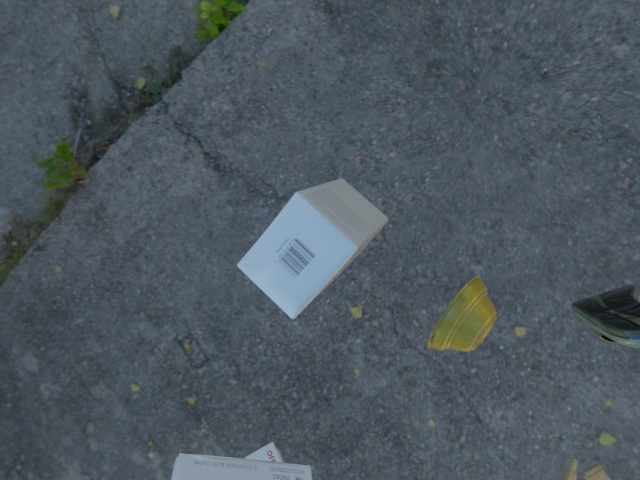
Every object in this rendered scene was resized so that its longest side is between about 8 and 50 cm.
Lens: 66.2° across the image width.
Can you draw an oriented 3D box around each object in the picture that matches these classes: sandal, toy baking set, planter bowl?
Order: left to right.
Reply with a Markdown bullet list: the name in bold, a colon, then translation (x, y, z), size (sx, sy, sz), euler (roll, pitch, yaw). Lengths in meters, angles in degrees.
- **planter bowl**: translation (0.355, 0.196, 1.167), size (0.090, 0.217, 0.217), euler (35, 114, 27)
- **toy baking set**: translation (0.662, 0.649, 1.166), size (0.197, 0.256, 0.030), euler (30, 137, 27)
- **sandal**: translation (0.550, 0.152, 0.906), size (0.120, 0.303, 0.086), euler (-21, 92, 20)

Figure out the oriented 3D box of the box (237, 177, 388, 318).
- **box**: translation (0.000, 0.000, 1.129), size (0.168, 0.345, 0.215), euler (43, 110, 6)

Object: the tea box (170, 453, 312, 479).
- **tea box**: translation (-0.140, 0.547, 0.682), size (0.220, 0.323, 0.328), euler (11, 115, -13)

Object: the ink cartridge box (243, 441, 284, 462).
- **ink cartridge box**: translation (-0.137, 0.524, 0.992), size (0.128, 0.176, 0.127), euler (54, 161, 38)
